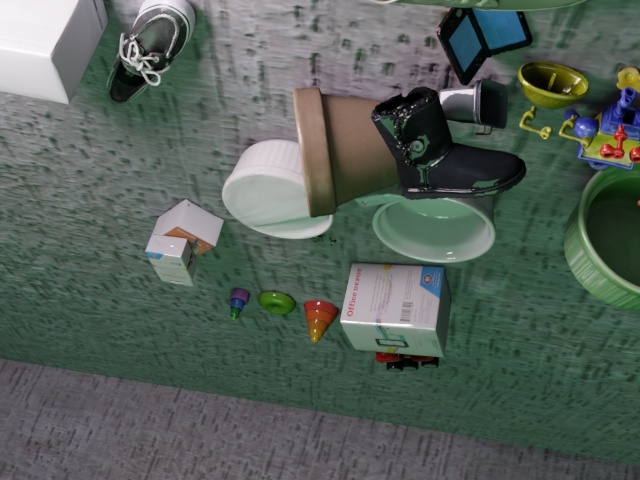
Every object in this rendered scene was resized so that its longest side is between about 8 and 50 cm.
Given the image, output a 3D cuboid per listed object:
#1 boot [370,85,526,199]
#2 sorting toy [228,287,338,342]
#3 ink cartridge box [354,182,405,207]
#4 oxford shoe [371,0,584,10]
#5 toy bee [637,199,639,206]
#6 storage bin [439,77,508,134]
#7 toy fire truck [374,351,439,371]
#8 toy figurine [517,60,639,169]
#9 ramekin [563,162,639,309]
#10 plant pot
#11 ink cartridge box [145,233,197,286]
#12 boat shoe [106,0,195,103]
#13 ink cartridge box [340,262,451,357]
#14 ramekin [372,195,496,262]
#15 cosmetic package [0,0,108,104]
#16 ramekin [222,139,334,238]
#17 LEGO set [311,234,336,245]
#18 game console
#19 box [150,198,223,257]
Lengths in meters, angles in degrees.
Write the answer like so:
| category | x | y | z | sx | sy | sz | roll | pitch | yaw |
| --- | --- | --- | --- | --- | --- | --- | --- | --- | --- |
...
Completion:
| category | x | y | z | sx | sy | sz | roll | pitch | yaw |
| --- | --- | --- | --- | --- | --- | --- | --- | --- | --- |
| boot | 0.230 | -0.178 | 1.336 | 0.247 | 0.094 | 0.207 | -4 | 132 | 27 |
| sorting toy | -0.129 | 0.253 | 2.418 | 0.366 | 0.126 | 0.127 | 10 | 150 | 3 |
| ink cartridge box | 0.164 | -0.153 | 1.587 | 0.179 | 0.145 | 0.045 | -13 | 143 | 37 |
| oxford shoe | 0.215 | -0.414 | 1.115 | 0.450 | 0.130 | 0.169 | 8 | 137 | -4 |
| toy bee | 0.760 | -0.113 | 1.412 | 0.298 | 0.195 | 0.162 | -13 | 167 | 20 |
| storage bin | 0.287 | -0.249 | 1.398 | 0.091 | 0.098 | 0.135 | 4 | -175 | 36 |
| toy fire truck | 0.244 | 0.315 | 2.384 | 0.217 | 0.158 | 0.246 | -14 | 151 | 39 |
| toy figurine | 0.520 | -0.182 | 1.370 | 0.363 | 0.191 | 0.217 | 11 | 155 | 5 |
| ramekin | 0.652 | -0.004 | 1.510 | 0.304 | 0.303 | 0.148 | 12 | 158 | 2 |
| plant pot | 0.071 | -0.191 | 1.501 | 0.229 | 0.263 | 0.263 | -9 | 149 | -1 |
| ink cartridge box | -0.412 | 0.057 | 2.072 | 0.104 | 0.061 | 0.181 | 9 | 151 | 9 |
| boat shoe | -0.348 | -0.368 | 1.460 | 0.113 | 0.104 | 0.306 | 31 | 146 | -29 |
| ink cartridge box | 0.220 | 0.198 | 2.113 | 0.270 | 0.198 | 0.197 | 3 | 149 | 19 |
| ramekin | 0.266 | -0.074 | 1.693 | 0.277 | 0.135 | 0.277 | 10 | 149 | 6 |
| cosmetic package | -0.548 | -0.395 | 1.373 | 0.224 | 0.224 | 0.138 | 12 | 150 | 4 |
| ramekin | -0.088 | -0.125 | 1.753 | 0.273 | 0.127 | 0.273 | 10 | 150 | 6 |
| LEGO set | 0.002 | -0.001 | 2.033 | 0.083 | 0.023 | 0.054 | 13 | 150 | -1 |
| game console | 0.283 | -0.350 | 1.271 | 0.085 | 0.124 | 0.144 | 23 | 162 | 42 |
| box | -0.377 | -0.024 | 2.074 | 0.130 | 0.091 | 0.170 | 30 | 146 | -27 |
